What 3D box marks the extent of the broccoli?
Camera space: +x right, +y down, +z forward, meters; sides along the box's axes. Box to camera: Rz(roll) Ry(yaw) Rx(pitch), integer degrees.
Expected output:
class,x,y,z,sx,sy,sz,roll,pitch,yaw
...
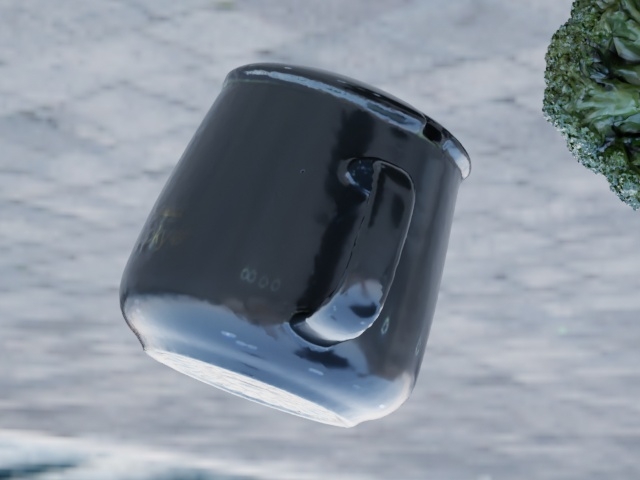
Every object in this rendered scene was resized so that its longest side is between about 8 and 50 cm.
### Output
class,x,y,z,sx,sy,sz,roll,pitch,yaw
broccoli,0.219,-0.104,1.299,0.145,0.162,0.138,18,-179,-27

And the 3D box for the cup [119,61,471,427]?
class,x,y,z,sx,sy,sz,roll,pitch,yaw
cup,0.000,0.000,1.019,0.169,0.177,0.223,26,167,-17
